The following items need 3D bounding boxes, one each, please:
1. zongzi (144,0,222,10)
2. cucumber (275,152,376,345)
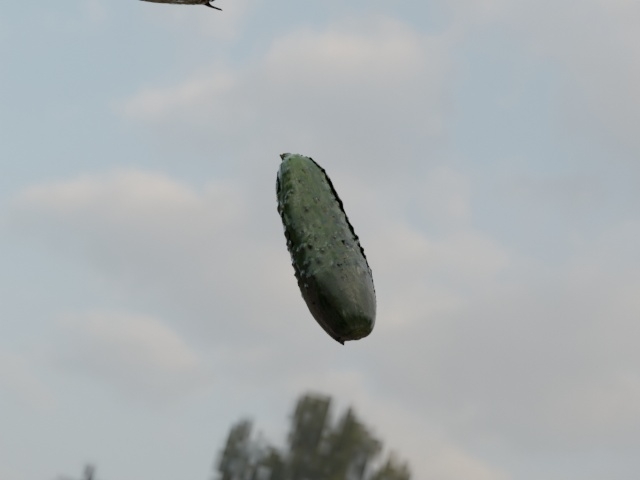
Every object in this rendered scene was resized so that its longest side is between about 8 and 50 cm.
[{"bbox_3d":[-0.204,-0.289,1.802,0.194,0.099,0.197,20,7,36],"label":"zongzi"},{"bbox_3d":[0.000,0.000,1.749,0.069,0.227,0.069,-12,-36,-9],"label":"cucumber"}]
